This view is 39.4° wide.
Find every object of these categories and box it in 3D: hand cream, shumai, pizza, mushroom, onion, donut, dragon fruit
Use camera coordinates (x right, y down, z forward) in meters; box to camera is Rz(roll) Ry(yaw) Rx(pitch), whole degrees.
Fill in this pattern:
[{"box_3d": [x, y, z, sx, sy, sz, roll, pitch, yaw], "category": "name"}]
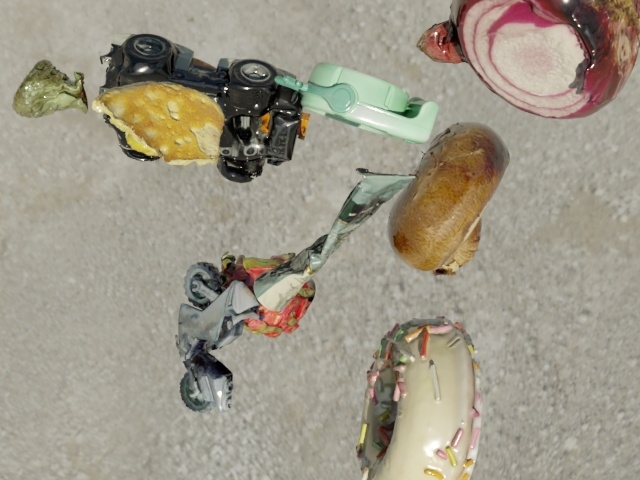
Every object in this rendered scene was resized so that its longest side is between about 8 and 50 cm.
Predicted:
[{"box_3d": [-0.001, 0.000, 0.999, 0.052, 0.248, 0.075, 47, 35, 7], "category": "hand cream"}, {"box_3d": [-0.321, -0.172, 1.082, 0.080, 0.083, 0.082, 33, 78, -13], "category": "shumai"}, {"box_3d": [-0.156, -0.117, 0.905, 0.160, 0.036, 0.099, -11, 74, -48], "category": "pizza"}, {"box_3d": [0.215, -0.071, 1.533, 0.163, 0.278, 0.297, 21, 33, 10], "category": "mushroom"}, {"box_3d": [0.174, -0.193, 0.746, 0.135, 0.173, 0.198, -44, 30, -23], "category": "onion"}, {"box_3d": [0.169, 0.320, 1.630, 0.142, 0.382, 0.382, 10, 62, -12], "category": "donut"}, {"box_3d": [-0.110, 0.091, 1.667, 0.160, 0.172, 0.166, -6, 68, 51], "category": "dragon fruit"}]

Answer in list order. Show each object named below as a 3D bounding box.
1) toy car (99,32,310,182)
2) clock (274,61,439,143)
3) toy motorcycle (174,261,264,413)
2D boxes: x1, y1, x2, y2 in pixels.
[{"box_3d": [-0.167, -0.190, 1.292, 0.301, 0.193, 0.118, 10, 44, -3], "category": "toy car"}, {"box_3d": [0.044, -0.188, 1.190, 0.211, 0.159, 0.066, 17, 95, -16], "category": "clock"}, {"box_3d": [-0.179, 0.174, 1.572, 0.159, 0.106, 0.270, 2, 93, 29], "category": "toy motorcycle"}]
